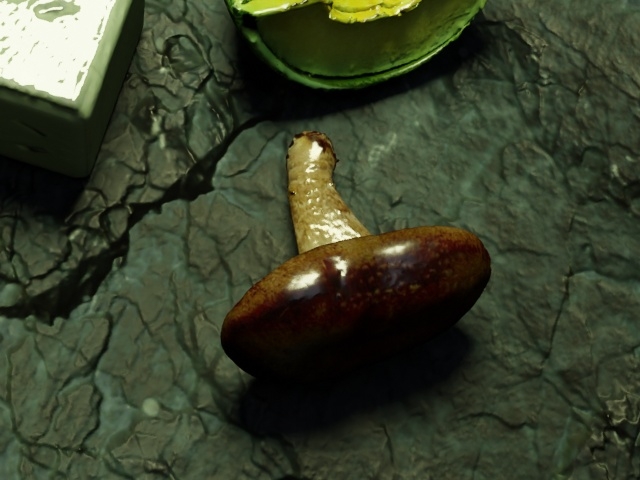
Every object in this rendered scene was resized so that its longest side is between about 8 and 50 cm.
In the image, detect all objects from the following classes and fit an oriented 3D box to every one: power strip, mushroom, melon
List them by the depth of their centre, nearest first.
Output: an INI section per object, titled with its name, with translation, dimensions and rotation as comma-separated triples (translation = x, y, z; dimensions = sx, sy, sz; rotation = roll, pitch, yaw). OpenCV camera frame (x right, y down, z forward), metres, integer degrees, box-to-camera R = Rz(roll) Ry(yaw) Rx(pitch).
[power strip]
translation = -0.223, -0.188, 0.854
dimensions = 0.140, 0.139, 0.224
rotation = 16, 69, -5
[mushroom]
translation = 0.000, 0.000, 0.858
dimensions = 0.226, 0.148, 0.218
rotation = -13, 56, -25
[melon]
translation = 0.024, -0.240, 0.940
dimensions = 0.265, 0.129, 0.169
rotation = -21, 54, -14
